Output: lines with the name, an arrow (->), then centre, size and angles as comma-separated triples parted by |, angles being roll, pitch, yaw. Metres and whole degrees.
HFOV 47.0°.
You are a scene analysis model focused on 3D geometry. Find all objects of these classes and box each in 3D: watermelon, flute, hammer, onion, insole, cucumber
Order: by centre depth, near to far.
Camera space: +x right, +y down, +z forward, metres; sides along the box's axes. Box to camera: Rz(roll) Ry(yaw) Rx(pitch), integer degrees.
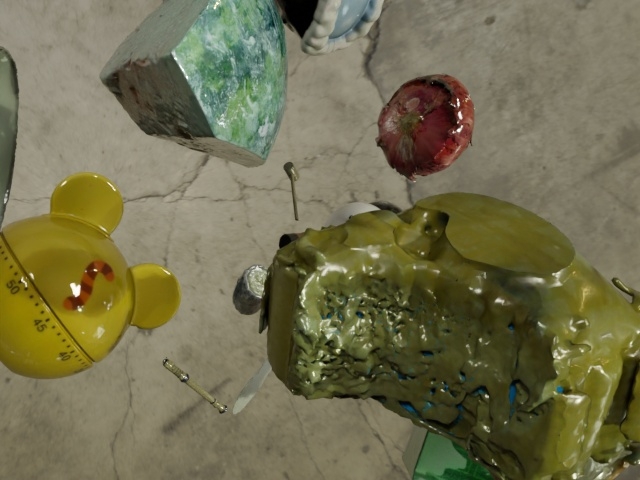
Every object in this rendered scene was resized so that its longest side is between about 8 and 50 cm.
watermelon -> -0.179, -0.229, 1.036 | 0.258, 0.387, 0.229 | 4, 82, 8
cucumber -> -0.114, 0.084, 1.222 | 0.064, 0.112, 0.064 | 8, 64, -18
onion -> 0.190, -0.187, 1.241 | 0.147, 0.184, 0.184 | 18, 86, -36
hammer -> -0.044, -0.080, 1.244 | 0.019, 0.035, 0.110 | -15, 57, 10
insole -> -0.123, 0.278, 1.529 | 0.004, 0.065, 0.197 | 35, 89, 26
flute -> -0.304, 0.354, 1.787 | 0.027, 0.027, 0.233 | -47, 127, -10

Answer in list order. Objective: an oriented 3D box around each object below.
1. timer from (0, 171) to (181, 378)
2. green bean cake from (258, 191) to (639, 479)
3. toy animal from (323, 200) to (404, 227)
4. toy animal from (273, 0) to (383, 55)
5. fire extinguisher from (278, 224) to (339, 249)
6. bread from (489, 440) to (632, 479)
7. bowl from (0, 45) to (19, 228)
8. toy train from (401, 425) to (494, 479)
timer -> -0.523, 0.093, 1.535 | 0.387, 0.376, 0.376 | -37, 101, -16
green bean cake -> 0.120, 0.076, 0.659 | 0.285, 0.310, 0.202 | -10, 118, -33
toy animal -> 0.112, -0.014, 1.859 | 0.235, 0.187, 0.165 | -9, 71, -55
toy animal -> 0.009, -0.406, 1.121 | 0.204, 0.156, 0.208 | -26, 89, -43
fire extinguisher -> 0.000, 0.000, 1.514 | 0.177, 0.050, 0.062 | -7, 59, -36
bread -> 0.318, 0.189, 0.962 | 0.225, 0.279, 0.250 | 31, 115, -24
bowl -> -0.519, -0.104, 0.974 | 0.157, 0.337, 0.337 | 10, 89, -11
toy train -> 0.275, 0.330, 1.219 | 0.265, 0.145, 0.202 | 19, 89, -1
